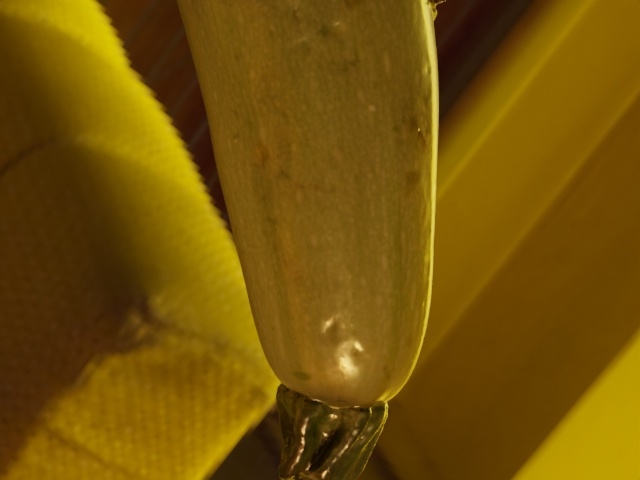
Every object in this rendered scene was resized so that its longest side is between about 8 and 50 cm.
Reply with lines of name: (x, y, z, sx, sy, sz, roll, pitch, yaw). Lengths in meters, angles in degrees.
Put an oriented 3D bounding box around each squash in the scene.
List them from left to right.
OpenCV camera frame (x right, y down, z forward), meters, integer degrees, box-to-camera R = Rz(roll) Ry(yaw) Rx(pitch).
squash: (0.015, -0.005, 0.972, 0.137, 0.137, 0.287, -52, 133, -73)
